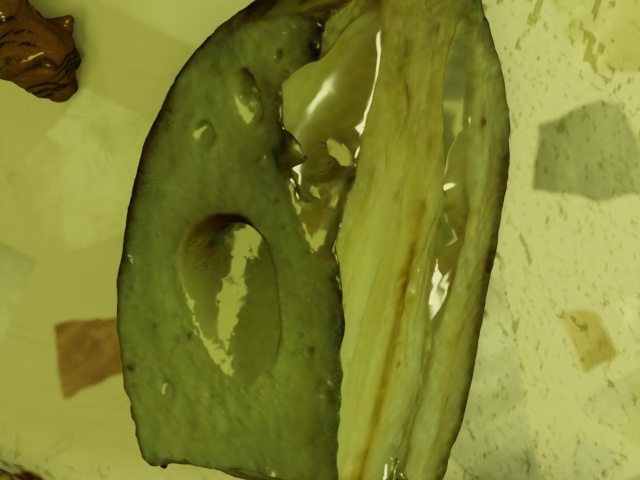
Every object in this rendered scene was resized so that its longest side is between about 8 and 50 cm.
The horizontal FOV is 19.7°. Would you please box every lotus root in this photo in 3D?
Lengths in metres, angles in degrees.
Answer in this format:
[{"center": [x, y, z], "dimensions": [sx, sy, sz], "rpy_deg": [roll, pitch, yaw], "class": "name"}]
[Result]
[{"center": [-0.006, -0.001, 1.014], "dimensions": [0.142, 0.210, 0.314], "rpy_deg": [16, 105, 33], "class": "lotus root"}]

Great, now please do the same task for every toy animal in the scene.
[{"center": [-0.228, -0.158, 1.029], "dimensions": [0.099, 0.057, 0.241], "rpy_deg": [-5, 141, 36], "class": "toy animal"}]

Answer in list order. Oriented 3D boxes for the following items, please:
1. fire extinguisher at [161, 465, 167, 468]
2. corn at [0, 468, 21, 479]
[{"center": [-0.055, 0.054, 1.101], "dimensions": [0.049, 0.035, 0.173], "rpy_deg": [10, 108, -34], "class": "fire extinguisher"}, {"center": [-0.203, 0.266, 1.142], "dimensions": [0.086, 0.086, 0.253], "rpy_deg": [9, 102, 6], "class": "corn"}]
